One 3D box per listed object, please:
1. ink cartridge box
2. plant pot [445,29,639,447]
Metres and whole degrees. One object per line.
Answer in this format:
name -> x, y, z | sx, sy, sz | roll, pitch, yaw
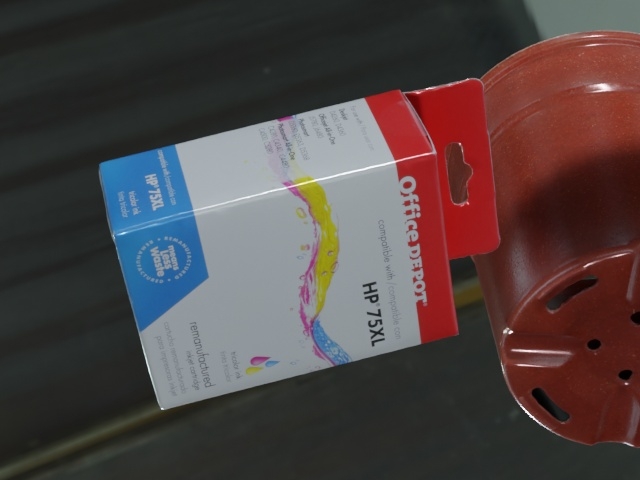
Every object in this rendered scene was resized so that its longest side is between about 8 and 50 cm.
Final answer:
ink cartridge box -> 0.000, 0.000, 0.936 | 0.078, 0.231, 0.134 | -111, 8, -54
plant pot -> 0.239, 0.009, 1.317 | 0.265, 0.272, 0.272 | -89, -1, -54
